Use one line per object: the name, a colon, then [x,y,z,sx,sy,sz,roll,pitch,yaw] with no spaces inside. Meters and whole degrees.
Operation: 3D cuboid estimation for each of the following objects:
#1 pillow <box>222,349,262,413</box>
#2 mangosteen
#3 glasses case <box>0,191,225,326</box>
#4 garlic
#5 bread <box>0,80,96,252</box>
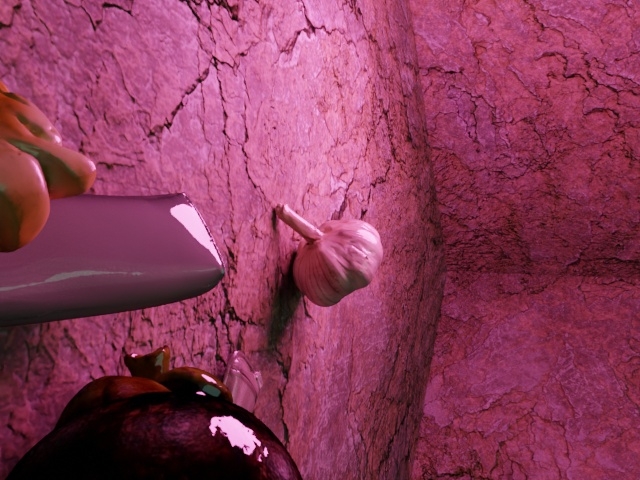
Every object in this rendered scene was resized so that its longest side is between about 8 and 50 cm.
pillow: [-0.145,0.293,0.845,0.131,0.038,0.233,70,31,-48]
mangosteen: [-0.151,0.277,0.524,0.313,0.296,0.297,-139,-131,-86]
glasses case: [-0.237,0.012,0.528,0.308,0.083,0.128,0,72,-55]
garlic: [0.000,0.000,1.064,0.226,0.199,0.199,49,39,-18]
bread: [-0.297,-0.016,0.299,0.121,0.173,0.311,-56,174,37]
